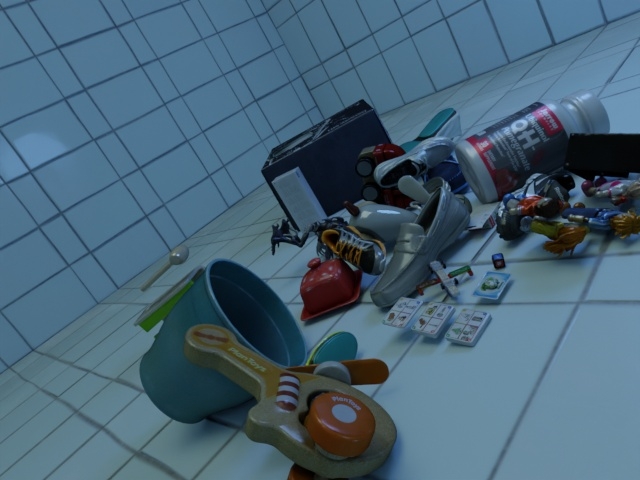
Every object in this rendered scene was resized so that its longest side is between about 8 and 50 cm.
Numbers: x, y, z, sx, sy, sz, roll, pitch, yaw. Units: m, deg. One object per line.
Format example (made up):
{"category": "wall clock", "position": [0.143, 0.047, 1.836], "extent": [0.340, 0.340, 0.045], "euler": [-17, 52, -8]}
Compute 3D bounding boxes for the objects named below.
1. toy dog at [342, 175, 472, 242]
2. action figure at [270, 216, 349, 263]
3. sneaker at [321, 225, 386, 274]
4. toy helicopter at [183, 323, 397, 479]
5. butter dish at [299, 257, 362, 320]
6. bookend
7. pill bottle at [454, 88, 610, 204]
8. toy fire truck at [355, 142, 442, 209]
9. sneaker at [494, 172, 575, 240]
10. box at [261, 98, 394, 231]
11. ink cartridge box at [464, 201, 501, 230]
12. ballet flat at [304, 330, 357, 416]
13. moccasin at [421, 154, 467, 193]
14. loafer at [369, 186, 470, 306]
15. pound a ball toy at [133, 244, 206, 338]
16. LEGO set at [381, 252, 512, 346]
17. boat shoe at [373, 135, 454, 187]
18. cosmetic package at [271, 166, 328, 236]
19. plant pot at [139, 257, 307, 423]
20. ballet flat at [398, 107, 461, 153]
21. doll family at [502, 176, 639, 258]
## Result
{"category": "toy dog", "position": [0.192, -0.077, 1.266], "extent": [0.334, 0.161, 0.220], "euler": [-30, 41, 11]}
{"category": "action figure", "position": [0.000, 0.000, 1.464], "extent": [0.276, 0.140, 0.164], "euler": [-1, 13, 5]}
{"category": "sneaker", "position": [0.078, 0.025, 1.174], "extent": [0.083, 0.084, 0.215], "euler": [3, 17, -31]}
{"category": "toy helicopter", "position": [-0.050, 0.212, 0.739], "extent": [0.355, 0.140, 0.235], "euler": [25, 23, 23]}
{"category": "butter dish", "position": [0.009, 0.095, 1.194], "extent": [0.160, 0.118, 0.160], "euler": [-23, 18, 19]}
{"category": "bookend", "position": [0.587, -0.157, 0.969], "extent": [0.157, 0.072, 0.156], "euler": [7, 4, -45]}
{"category": "pill bottle", "position": [0.506, -0.228, 1.198], "extent": [0.319, 0.176, 0.176], "euler": [-28, 17, 8]}
{"category": "toy fire truck", "position": [0.241, -0.173, 1.450], "extent": [0.247, 0.217, 0.158], "euler": [-8, 23, 18]}
{"category": "sneaker", "position": [0.453, -0.080, 1.032], "extent": [0.234, 0.078, 0.106], "euler": [-38, 16, -31]}
{"category": "box", "position": [0.049, -0.325, 2.040], "extent": [0.480, 0.297, 0.471], "euler": [-27, 19, 9]}
{"category": "ink cartridge box", "position": [0.374, -0.046, 1.151], "extent": [0.063, 0.029, 0.115], "euler": [-10, 27, 48]}
{"category": "ballet flat", "position": [-0.011, 0.249, 0.878], "extent": [0.077, 0.077, 0.231], "euler": [-37, 10, 43]}
{"category": "moccasin", "position": [0.350, -0.219, 1.528], "extent": [0.138, 0.116, 0.342], "euler": [-29, 17, 3]}
{"category": "loafer", "position": [0.205, 0.011, 1.087], "extent": [0.319, 0.111, 0.112], "euler": [-47, 15, -25]}
{"category": "pound a ball toy", "position": [-0.422, 0.156, 1.465], "extent": [0.319, 0.208, 0.135], "euler": [-37, 14, 27]}
{"category": "LEGO set", "position": [0.254, 0.106, 0.930], "extent": [0.183, 0.060, 0.244], "euler": [5, 38, 43]}
{"category": "boat shoe", "position": [0.254, -0.200, 1.326], "extent": [0.228, 0.079, 0.081], "euler": [-24, 30, 11]}
{"category": "cosmetic package", "position": [-0.065, -0.132, 1.752], "extent": [0.099, 0.239, 0.060], "euler": [-22, 19, 23]}
{"category": "plant pot", "position": [-0.211, 0.219, 0.996], "extent": [0.255, 0.271, 0.271], "euler": [-41, 15, 12]}
{"category": "ballet flat", "position": [0.367, -0.317, 1.769], "extent": [0.400, 0.139, 0.139], "euler": [-40, 19, -17]}
{"category": "doll family", "position": [0.469, -0.039, 0.882], "extent": [0.263, 0.118, 0.163], "euler": [-12, 10, -3]}
